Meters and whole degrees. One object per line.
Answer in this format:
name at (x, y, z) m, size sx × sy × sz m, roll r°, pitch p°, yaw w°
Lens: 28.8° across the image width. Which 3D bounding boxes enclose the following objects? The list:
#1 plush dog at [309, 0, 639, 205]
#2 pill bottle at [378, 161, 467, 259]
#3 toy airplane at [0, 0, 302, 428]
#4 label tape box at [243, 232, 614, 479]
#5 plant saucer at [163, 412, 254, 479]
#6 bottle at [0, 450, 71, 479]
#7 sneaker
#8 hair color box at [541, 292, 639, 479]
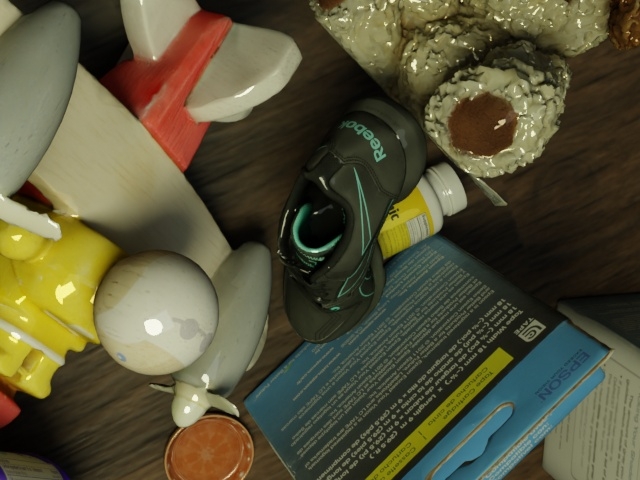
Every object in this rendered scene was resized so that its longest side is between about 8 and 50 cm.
plush dog at (0.157, -0.178, 1.030) m, size 0.225 × 0.262 × 0.210 m, roll -44°, pitch 151°, yaw 6°
pill bottle at (0.068, -0.025, 1.108) m, size 0.116 × 0.065 × 0.065 m, roll -26°, pitch 113°, yaw -11°
toy airplane at (-0.148, -0.015, 0.916) m, size 0.386 × 0.272 × 0.384 m, roll -9°, pitch 128°, yaw -40°
label tape box at (0.095, 0.143, 1.020) m, size 0.240 × 0.334 × 0.106 m, roll -44°, pitch 115°, yaw -2°
plant saucer at (-0.103, 0.196, 1.143) m, size 0.084 × 0.013 × 0.083 m, roll -5°, pitch 107°, yaw -17°
bottle at (-0.242, 0.198, 0.903) m, size 0.118 × 0.283 × 0.092 m, roll -5°, pitch 77°, yaw 7°
sneaker at (0.000, 0.000, 1.007) m, size 0.106 × 0.101 × 0.267 m, roll -41°, pitch 157°, yaw -38°
hair color box at (0.338, 0.192, 1.096) m, size 0.114 × 0.374 × 0.185 m, roll -3°, pitch 107°, yaw -18°
